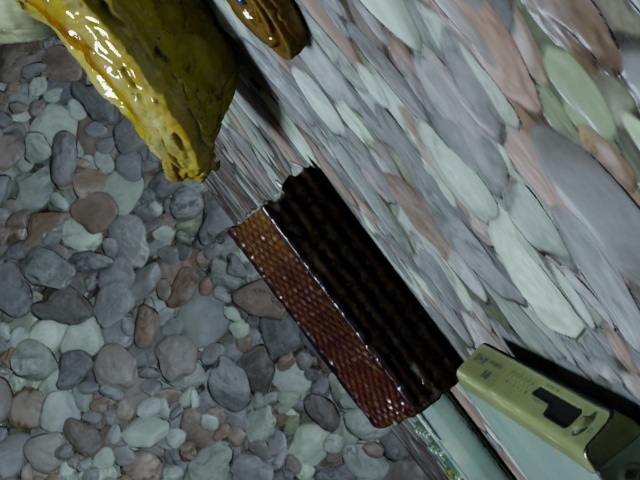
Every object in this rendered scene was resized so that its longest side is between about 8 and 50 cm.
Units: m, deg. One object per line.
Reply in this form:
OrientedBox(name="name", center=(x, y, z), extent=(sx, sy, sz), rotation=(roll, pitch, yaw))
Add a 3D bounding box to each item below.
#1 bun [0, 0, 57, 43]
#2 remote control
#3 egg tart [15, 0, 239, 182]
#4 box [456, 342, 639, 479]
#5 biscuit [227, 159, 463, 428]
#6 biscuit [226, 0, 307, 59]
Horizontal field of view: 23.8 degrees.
OrientedBox(name="bun", center=(-0.371, -0.351, 1.564), extent=(0.361, 0.213, 0.361), rotation=(24, 166, 6))
OrientedBox(name="remote control", center=(0.152, 0.229, 1.644), extent=(0.344, 0.050, 0.145), rotation=(53, 175, 1))
OrientedBox(name="egg tart", center=(-0.160, -0.179, 1.332), extent=(0.294, 0.123, 0.294), rotation=(49, 176, 5))
OrientedBox(name="box", center=(0.186, 0.168, 0.952), extent=(0.211, 0.045, 0.270), rotation=(54, 175, -8))
OrientedBox(name="biscuit", center=(0.021, 0.050, 1.364), extent=(0.252, 0.070, 0.106), rotation=(54, 155, -1))
OrientedBox(name="biscuit", center=(-0.065, -0.184, 0.948), extent=(0.175, 0.026, 0.124), rotation=(56, 173, -32))
